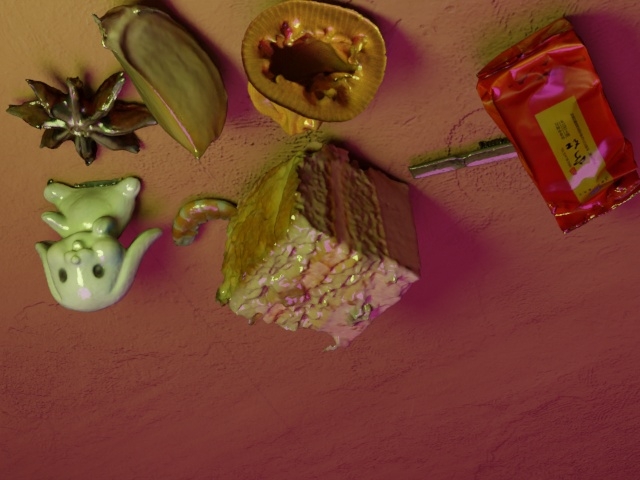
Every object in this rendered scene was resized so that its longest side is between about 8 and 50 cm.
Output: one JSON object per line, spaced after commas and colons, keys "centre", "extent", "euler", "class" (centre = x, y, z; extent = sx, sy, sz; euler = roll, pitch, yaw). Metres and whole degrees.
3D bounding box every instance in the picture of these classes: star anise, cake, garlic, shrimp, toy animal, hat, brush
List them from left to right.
{"centre": [-0.446, -0.234, 1.834], "extent": [0.288, 0.088, 0.288], "euler": [0, 153, 0], "class": "star anise"}
{"centre": [-0.471, 0.010, 1.990], "extent": [0.249, 0.289, 0.174], "euler": [12, 143, 22], "class": "toy animal"}
{"centre": [-0.276, -0.305, 1.678], "extent": [0.151, 0.196, 0.338], "euler": [-27, 129, 8], "class": "garlic"}
{"centre": [-0.227, -0.030, 2.083], "extent": [0.166, 0.049, 0.161], "euler": [14, 135, -23], "class": "shrimp"}
{"centre": [-0.037, -0.284, 1.740], "extent": [0.233, 0.244, 0.233], "euler": [48, 160, -4], "class": "hat"}
{"centre": [0.000, 0.000, 1.923], "extent": [0.306, 0.293, 0.314], "euler": [21, 139, -26], "class": "cake"}
{"centre": [0.293, -0.164, 1.904], "extent": [0.248, 0.036, 0.043], "euler": [-13, 134, 17], "class": "brush"}

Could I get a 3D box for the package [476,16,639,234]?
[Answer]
{"centre": [0.431, -0.204, 1.762], "extent": [0.196, 0.123, 0.423], "euler": [-30, 130, 13], "class": "package"}
